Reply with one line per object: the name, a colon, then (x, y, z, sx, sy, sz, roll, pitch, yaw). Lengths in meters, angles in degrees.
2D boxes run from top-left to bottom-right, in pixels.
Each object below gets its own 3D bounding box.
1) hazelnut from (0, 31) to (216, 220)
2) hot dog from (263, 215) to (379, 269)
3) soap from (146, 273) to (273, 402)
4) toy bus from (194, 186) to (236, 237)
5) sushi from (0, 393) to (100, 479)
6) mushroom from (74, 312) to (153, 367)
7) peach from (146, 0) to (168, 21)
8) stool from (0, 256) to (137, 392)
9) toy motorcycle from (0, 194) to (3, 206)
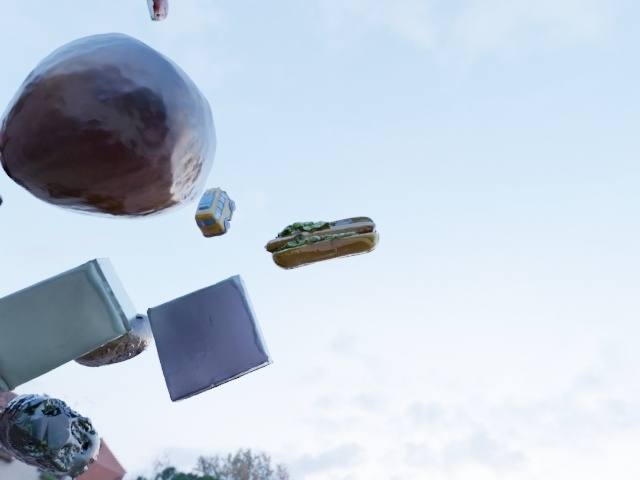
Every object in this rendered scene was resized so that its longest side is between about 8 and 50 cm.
hazelnut: (-0.419, -0.208, 0.862, 0.421, 0.421, 0.353, -9, -80, 22)
hot dog: (0.000, 0.000, 1.222, 0.337, 0.135, 0.100, -11, -46, 2)
soap: (-0.323, 0.280, 1.234, 0.296, 0.285, 0.107, -20, -17, -6)
toy bus: (-0.451, -0.126, 1.789, 0.126, 0.209, 0.136, -9, -42, 18)
sushi: (-0.596, 0.435, 0.936, 0.127, 0.124, 0.225, -7, -52, 30)
mushroom: (-0.741, 0.359, 1.518, 0.278, 0.163, 0.297, -21, -13, 35)
peach: (-0.394, -0.578, 1.021, 0.050, 0.077, 0.083, -17, -33, -19)
stool: (-0.560, 0.160, 0.925, 0.170, 0.243, 0.269, 67, -20, -9)
toy motorcycle: (-1.239, -0.102, 1.356, 0.241, 0.182, 0.319, -23, -15, 21)
